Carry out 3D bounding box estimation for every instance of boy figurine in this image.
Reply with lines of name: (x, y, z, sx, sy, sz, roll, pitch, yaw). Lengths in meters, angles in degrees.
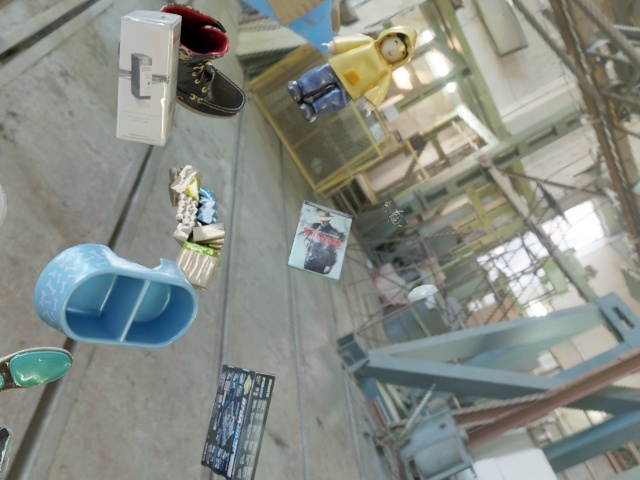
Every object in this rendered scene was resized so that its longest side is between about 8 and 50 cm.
boy figurine: (0.080, -0.348, 1.324, 0.177, 0.285, 0.092, 62, 15, -14)

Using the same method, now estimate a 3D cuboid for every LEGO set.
LEGO set: (0.208, -0.074, 1.817, 0.083, 0.054, 0.023, 39, 9, 15)

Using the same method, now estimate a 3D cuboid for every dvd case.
dvd case: (0.000, 0.000, 1.024, 0.013, 0.087, 0.120, 122, -16, -62)

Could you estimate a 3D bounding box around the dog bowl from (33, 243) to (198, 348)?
dog bowl: (-0.341, 0.108, 1.110, 0.074, 0.166, 0.297, 31, 8, 41)

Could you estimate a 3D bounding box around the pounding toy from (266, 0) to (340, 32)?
pounding toy: (0.005, -0.384, 0.878, 0.181, 0.094, 0.206, 54, 43, -20)

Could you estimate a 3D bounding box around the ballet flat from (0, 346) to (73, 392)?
ballet flat: (-0.633, 0.262, 1.272, 0.248, 0.086, 0.086, -12, 68, -34)

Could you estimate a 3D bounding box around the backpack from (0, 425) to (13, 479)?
backpack: (-0.909, 0.550, 1.645, 0.144, 0.188, 0.166, 40, 56, -73)

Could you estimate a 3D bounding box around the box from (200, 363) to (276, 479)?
box: (-0.174, 0.374, 1.311, 0.051, 0.175, 0.220, 18, 76, -29)

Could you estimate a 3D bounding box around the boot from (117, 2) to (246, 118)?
boot: (-0.321, -0.466, 1.678, 0.377, 0.284, 0.138, 29, 70, -28)

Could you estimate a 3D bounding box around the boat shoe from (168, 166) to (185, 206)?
boat shoe: (-0.471, -0.175, 2.110, 0.178, 0.060, 0.064, 110, -37, -50)

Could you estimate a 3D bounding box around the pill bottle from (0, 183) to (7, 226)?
pill bottle: (-0.485, -0.035, 0.814, 0.108, 0.193, 0.108, 6, 80, -40)

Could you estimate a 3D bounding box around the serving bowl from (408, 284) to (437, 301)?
serving bowl: (0.270, 0.137, 1.695, 0.083, 0.083, 0.027, -15, 82, -79)

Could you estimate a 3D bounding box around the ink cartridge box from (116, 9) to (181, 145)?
ink cartridge box: (-0.316, -0.305, 1.173, 0.159, 0.092, 0.218, -103, -157, -65)

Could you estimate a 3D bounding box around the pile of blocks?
pile of blocks: (-0.318, -0.025, 1.702, 0.113, 0.148, 0.362, 75, 9, -66)
